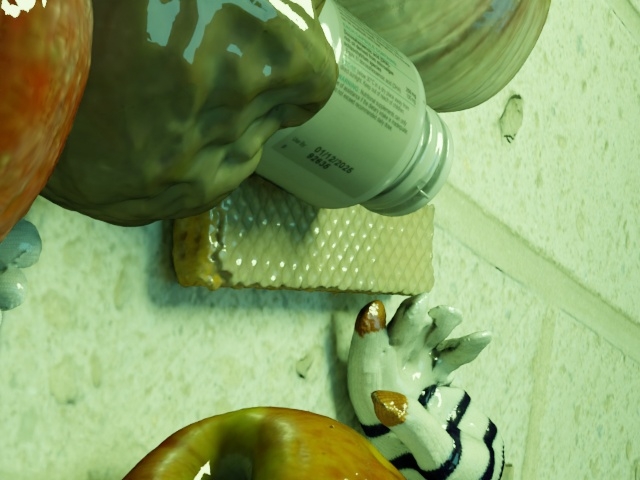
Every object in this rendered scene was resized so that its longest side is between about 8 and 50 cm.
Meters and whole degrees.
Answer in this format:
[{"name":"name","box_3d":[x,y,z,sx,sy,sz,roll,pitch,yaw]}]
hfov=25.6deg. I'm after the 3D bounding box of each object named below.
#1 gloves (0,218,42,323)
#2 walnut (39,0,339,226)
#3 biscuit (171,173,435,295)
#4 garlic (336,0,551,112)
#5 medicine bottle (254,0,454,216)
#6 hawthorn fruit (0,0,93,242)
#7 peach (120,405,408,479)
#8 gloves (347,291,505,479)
[{"name":"gloves","box_3d":[-0.231,0.023,0.746,0.229,0.097,0.119,-34,160,-55]},{"name":"walnut","box_3d":[-0.103,-0.138,0.826,0.273,0.226,0.273,179,-90,-85]},{"name":"biscuit","box_3d":[0.000,0.000,1.183,0.378,0.054,0.094,7,86,-59]},{"name":"garlic","box_3d":[0.088,-0.253,1.175,0.322,0.241,0.322,-29,133,-37]},{"name":"medicine bottle","box_3d":[0.004,-0.096,1.033,0.215,0.135,0.135,29,67,-47]},{"name":"hawthorn fruit","box_3d":[-0.230,-0.081,0.583,0.284,0.284,0.284,-5,96,-59]},{"name":"peach","box_3d":[-0.032,0.252,0.967,0.281,0.238,0.281,-9,90,-77]},{"name":"gloves","box_3d":[0.089,0.142,1.293,0.219,0.131,0.140,51,59,-19]}]
